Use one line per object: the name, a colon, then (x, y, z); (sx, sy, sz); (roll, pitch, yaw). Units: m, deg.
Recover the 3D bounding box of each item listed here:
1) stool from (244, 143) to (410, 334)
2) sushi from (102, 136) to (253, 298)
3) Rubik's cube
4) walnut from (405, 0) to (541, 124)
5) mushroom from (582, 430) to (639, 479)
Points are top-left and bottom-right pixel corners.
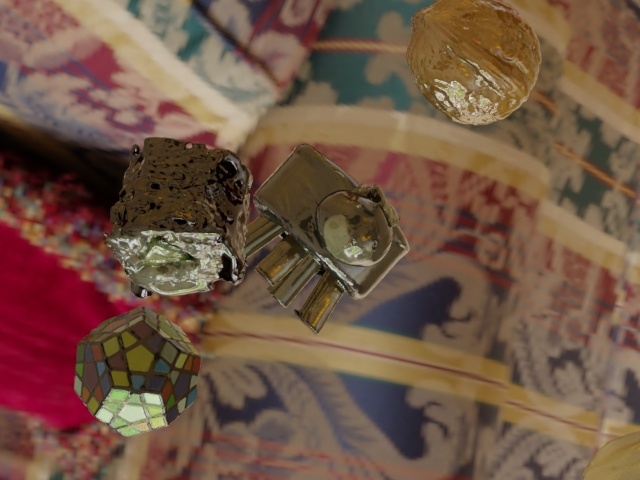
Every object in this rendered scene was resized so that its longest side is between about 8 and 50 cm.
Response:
stool: (-0.007, -0.006, 1.643); (0.153, 0.228, 0.139); (43, 84, 11)
sushi: (-0.093, -0.014, 1.127); (0.094, 0.098, 0.084); (1, 59, 10)
Rubik's cube: (-0.187, 0.133, 1.711); (0.112, 0.133, 0.133); (14, 89, 27)
walnut: (0.120, -0.147, 1.331); (0.105, 0.124, 0.105); (-26, 43, 28)
mushroom: (0.262, 0.163, 0.626); (0.351, 0.097, 0.109); (22, 128, 20)
